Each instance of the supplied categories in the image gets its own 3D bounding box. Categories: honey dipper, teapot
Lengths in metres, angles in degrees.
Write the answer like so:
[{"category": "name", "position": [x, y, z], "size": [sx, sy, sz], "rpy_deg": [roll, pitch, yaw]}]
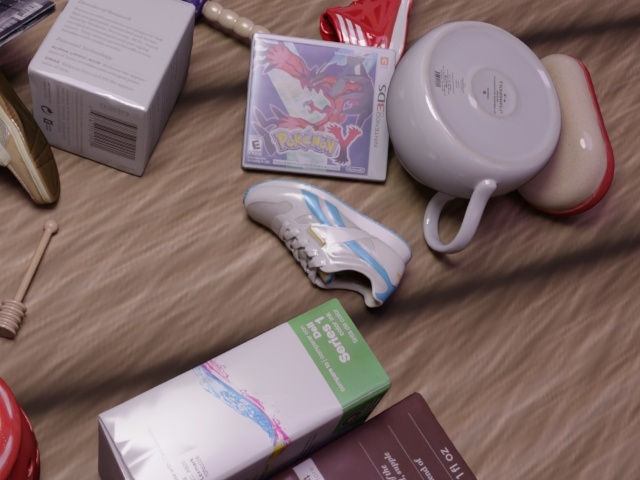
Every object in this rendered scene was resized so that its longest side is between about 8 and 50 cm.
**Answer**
[{"category": "honey dipper", "position": [-0.348, 0.039, 1.123], "size": [0.030, 0.030, 0.161], "rpy_deg": [16, 57, -5]}, {"category": "teapot", "position": [0.184, -0.152, 1.270], "size": [0.256, 0.187, 0.252], "rpy_deg": [-40, 90, -32]}]

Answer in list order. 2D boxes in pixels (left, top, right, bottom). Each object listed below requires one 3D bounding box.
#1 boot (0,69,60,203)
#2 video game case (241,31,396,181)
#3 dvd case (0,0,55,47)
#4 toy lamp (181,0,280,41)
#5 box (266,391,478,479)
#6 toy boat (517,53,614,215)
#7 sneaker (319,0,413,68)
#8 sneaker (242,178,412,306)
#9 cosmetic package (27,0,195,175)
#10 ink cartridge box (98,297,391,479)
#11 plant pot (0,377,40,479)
[{"category": "boot", "position": [-0.432, -0.114, 1.149], "size": [0.165, 0.077, 0.213], "rpy_deg": [-25, 112, 6]}, {"category": "video game case", "position": [-0.001, -0.180, 1.286], "size": [0.201, 0.023, 0.184], "rpy_deg": [5, 89, -11]}, {"category": "dvd case", "position": [-0.457, -0.285, 1.124], "size": [0.221, 0.018, 0.164], "rpy_deg": [25, 45, 11]}, {"category": "toy lamp", "position": [-0.071, -0.282, 1.343], "size": [0.274, 0.080, 0.080], "rpy_deg": [30, 59, 6]}, {"category": "box", "position": [-0.009, 0.337, 0.982], "size": [0.381, 0.143, 0.191], "rpy_deg": [-27, 71, -24]}, {"category": "toy boat", "position": [0.353, -0.142, 1.352], "size": [0.151, 0.151, 0.231], "rpy_deg": [18, 54, -38]}, {"category": "sneaker", "position": [0.070, -0.358, 1.415], "size": [0.128, 0.087, 0.221], "rpy_deg": [12, 58, -9]}, {"category": "sneaker", "position": [0.000, 0.000, 1.199], "size": [0.228, 0.087, 0.092], "rpy_deg": [27, 61, 4]}, {"category": "cosmetic package", "position": [-0.264, -0.215, 1.213], "size": [0.151, 0.151, 0.184], "rpy_deg": [19, 58, -3]}, {"category": "ink cartridge box", "position": [-0.088, 0.201, 0.997], "size": [0.278, 0.201, 0.117], "rpy_deg": [-25, 69, -24]}, {"category": "plant pot", "position": [-0.379, 0.211, 0.938], "size": [0.191, 0.174, 0.191], "rpy_deg": [7, 58, -12]}]
